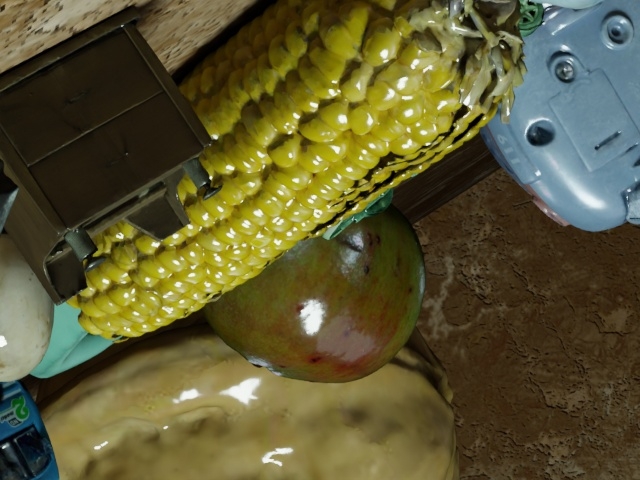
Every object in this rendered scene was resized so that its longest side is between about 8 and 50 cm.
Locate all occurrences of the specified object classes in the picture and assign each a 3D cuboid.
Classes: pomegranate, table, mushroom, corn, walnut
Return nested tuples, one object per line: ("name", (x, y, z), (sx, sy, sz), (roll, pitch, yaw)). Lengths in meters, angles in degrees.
("pomegranate", (0.000, 0.000, 1.416), (0.180, 0.180, 0.209), (92, 23, -85))
("table", (-0.096, -0.032, 0.790), (0.083, 0.082, 0.070), (-32, 176, -26))
("mushroom", (-0.185, 0.036, 1.034), (0.079, 0.085, 0.085), (-5, 176, 1))
("corn", (-0.026, -0.052, 0.961), (0.318, 0.115, 0.115), (-34, 176, 33))
("walnut", (-0.066, 0.179, 1.630), (0.383, 0.383, 0.383), (-34, 176, -3))

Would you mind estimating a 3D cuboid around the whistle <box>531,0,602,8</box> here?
("whistle", (0.152, -0.174, 1.004), (0.180, 0.093, 0.269), (-9, -173, 25))

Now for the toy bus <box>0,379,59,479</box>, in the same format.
("toy bus", (-0.293, 0.180, 1.333), (0.113, 0.134, 0.246), (-37, 174, 31))

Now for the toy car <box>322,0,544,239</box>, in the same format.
("toy car", (0.061, -0.099, 1.257), (0.224, 0.076, 0.090), (-51, 180, -25))

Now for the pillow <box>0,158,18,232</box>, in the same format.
("pillow", (-0.218, 0.049, 0.639), (0.250, 0.106, 0.186), (-30, -177, -14))

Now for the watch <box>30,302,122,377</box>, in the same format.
("watch", (-0.113, 0.011, 1.237), (0.195, 0.068, 0.237), (-36, 176, 20))

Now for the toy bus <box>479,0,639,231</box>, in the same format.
("toy bus", (0.234, -0.137, 1.458), (0.294, 0.197, 0.232), (-34, -174, -15))
